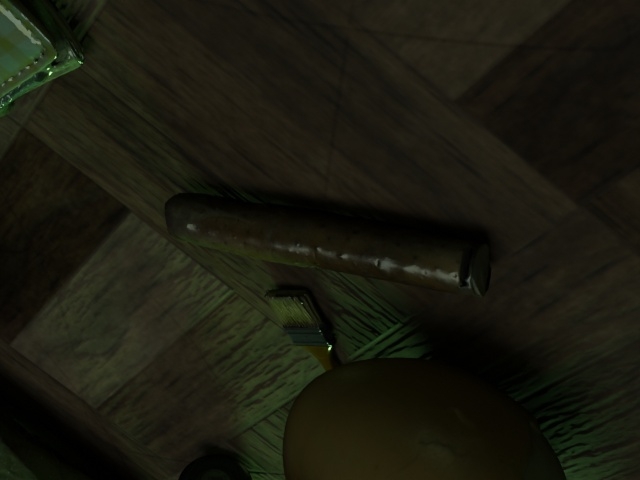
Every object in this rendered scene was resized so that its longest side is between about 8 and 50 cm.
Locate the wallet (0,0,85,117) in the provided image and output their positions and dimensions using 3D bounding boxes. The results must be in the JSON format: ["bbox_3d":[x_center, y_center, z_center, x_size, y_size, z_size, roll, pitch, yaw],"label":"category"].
[{"bbox_3d":[-0.339,-0.166,1.039,0.309,0.077,0.223,-18,118,44],"label":"wallet"}]

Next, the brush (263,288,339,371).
[{"bbox_3d":[0.005,0.102,1.147,0.043,0.014,0.170,-1,133,37],"label":"brush"}]

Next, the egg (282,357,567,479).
[{"bbox_3d":[0.079,0.195,1.047,0.244,0.201,0.201,37,143,6],"label":"egg"}]

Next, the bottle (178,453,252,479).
[{"bbox_3d":[-0.108,0.316,1.414,0.096,0.079,0.254,43,151,33],"label":"bottle"}]

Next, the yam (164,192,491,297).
[{"bbox_3d":[0.000,0.000,1.009,0.264,0.046,0.046,11,138,25],"label":"yam"}]

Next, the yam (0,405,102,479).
[{"bbox_3d":[-0.325,0.306,1.468,0.271,0.202,0.201,31,164,-2],"label":"yam"}]
